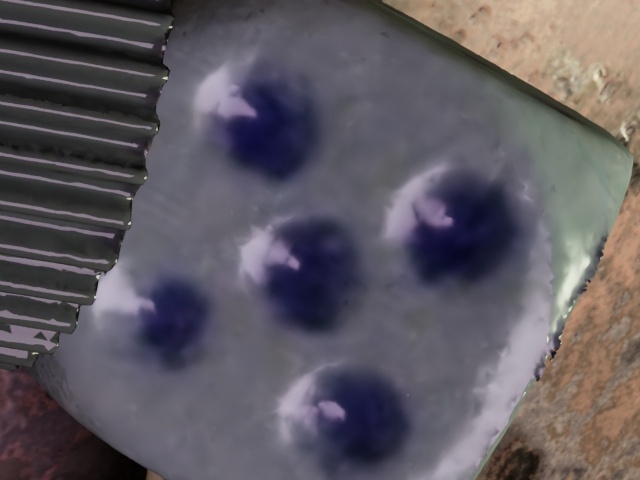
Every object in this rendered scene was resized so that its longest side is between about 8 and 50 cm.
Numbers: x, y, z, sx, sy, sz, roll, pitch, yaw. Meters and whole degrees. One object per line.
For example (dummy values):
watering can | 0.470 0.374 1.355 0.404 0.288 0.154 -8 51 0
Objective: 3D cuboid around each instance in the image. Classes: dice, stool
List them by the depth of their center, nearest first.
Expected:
stool | -0.278 -0.099 0.869 0.330 0.297 0.297 7 116 -31
dice | 0.000 0.000 1.054 0.262 0.268 0.264 30 99 1

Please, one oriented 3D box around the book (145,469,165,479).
book | -0.062 0.256 1.308 0.262 0.028 0.374 -37 141 -56
